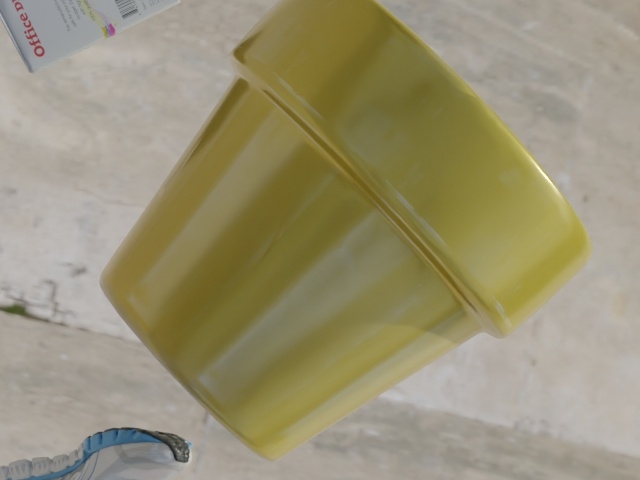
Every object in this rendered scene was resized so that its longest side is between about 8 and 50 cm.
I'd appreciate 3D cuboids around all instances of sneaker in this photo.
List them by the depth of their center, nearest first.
[{"bbox_3d":[-0.166,0.193,1.170,0.071,0.191,0.082,27,50,-42],"label":"sneaker"}]

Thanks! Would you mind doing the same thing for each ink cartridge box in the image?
[{"bbox_3d":[-0.177,-0.187,1.149,0.122,0.052,0.088,-28,110,-10],"label":"ink cartridge box"}]

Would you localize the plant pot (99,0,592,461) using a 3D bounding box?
[{"bbox_3d":[0.000,0.000,1.009,0.239,0.254,0.254,-44,121,0],"label":"plant pot"}]
